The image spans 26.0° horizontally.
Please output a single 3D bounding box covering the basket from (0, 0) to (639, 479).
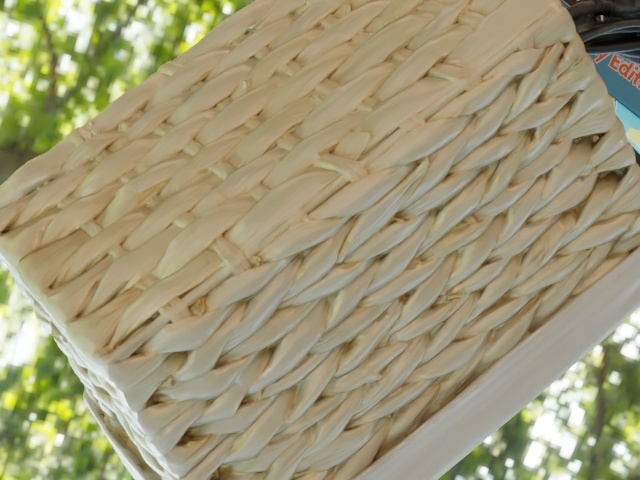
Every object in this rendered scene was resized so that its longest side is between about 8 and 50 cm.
[{"bbox_3d":[0.000,0.000,0.399,0.113,0.167,0.103,38,163,50],"label":"basket"}]

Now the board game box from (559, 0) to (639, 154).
[{"bbox_3d":[0.153,-0.109,0.979,0.336,0.079,0.254,35,163,-13],"label":"board game box"}]

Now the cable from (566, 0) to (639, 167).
[{"bbox_3d":[0.165,-0.057,0.689,0.184,0.047,0.151,0,-117,-27],"label":"cable"}]
